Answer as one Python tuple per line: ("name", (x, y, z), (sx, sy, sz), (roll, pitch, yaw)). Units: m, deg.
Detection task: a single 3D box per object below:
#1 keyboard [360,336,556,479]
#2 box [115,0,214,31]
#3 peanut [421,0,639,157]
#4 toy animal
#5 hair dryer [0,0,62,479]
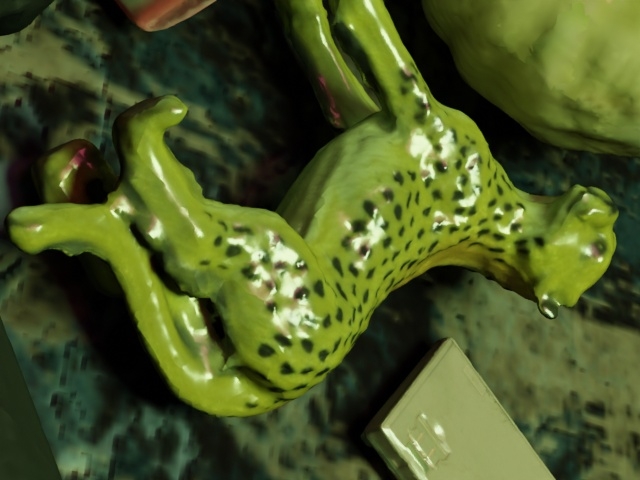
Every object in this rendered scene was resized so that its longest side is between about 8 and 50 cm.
("keyboard", (0.073, 0.113, 0.560), (0.166, 0.017, 0.055), (54, 46, -12))
("box", (0.016, -0.302, 0.458), (0.314, 0.300, 0.312), (51, 50, -14))
("peanut", (0.163, -0.150, 0.624), (0.158, 0.174, 0.340), (27, 42, 23))
("toy animal", (0.000, 0.000, 0.502), (0.181, 0.073, 0.136), (-41, 104, -38))
("hair dryer", (-0.115, -0.015, 0.366), (0.197, 0.089, 0.251), (-13, 67, -41))
